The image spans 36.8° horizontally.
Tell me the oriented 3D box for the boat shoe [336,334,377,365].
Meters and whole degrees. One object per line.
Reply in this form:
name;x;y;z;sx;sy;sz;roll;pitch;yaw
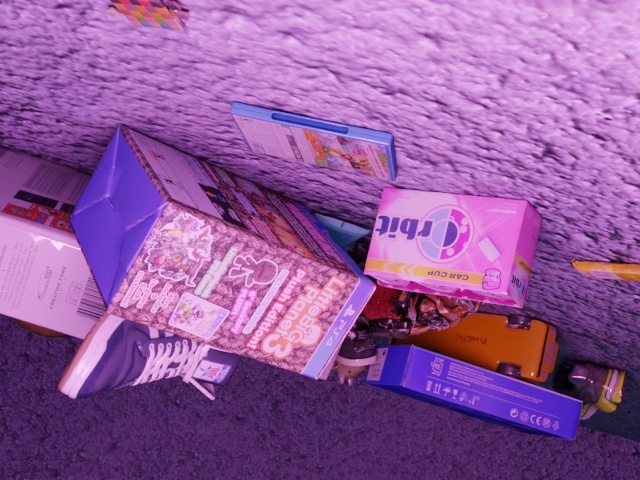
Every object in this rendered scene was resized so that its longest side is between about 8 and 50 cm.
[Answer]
boat shoe;0.020;0.164;1.751;0.084;0.079;0.233;-15;-164;-34

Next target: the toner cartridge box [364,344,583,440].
toner cartridge box;0.269;0.268;1.700;0.347;0.075;0.165;20;169;-18

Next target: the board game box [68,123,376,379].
board game box;-0.122;0.014;1.155;0.291;0.141;0.232;23;-165;-33

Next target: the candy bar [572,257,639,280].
candy bar;0.380;0.037;1.171;0.161;0.018;0.040;3;160;46

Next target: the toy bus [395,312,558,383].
toy bus;0.290;0.195;1.789;0.332;0.108;0.130;3;163;44

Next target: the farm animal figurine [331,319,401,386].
farm animal figurine;0.023;0.210;2.029;0.330;0.172;0.326;20;167;-25

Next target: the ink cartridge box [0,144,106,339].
ink cartridge box;-0.379;-0.006;1.335;0.271;0.130;0.309;19;-165;-10

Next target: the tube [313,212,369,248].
tube;0.000;0.000;1.407;0.080;0.052;0.207;13;164;-14

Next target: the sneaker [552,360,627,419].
sneaker;0.548;0.304;2.041;0.121;0.111;0.300;24;163;3

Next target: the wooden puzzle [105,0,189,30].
wooden puzzle;-0.143;-0.189;0.794;0.083;0.006;0.049;11;167;19

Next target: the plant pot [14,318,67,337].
plant pot;-0.435;0.046;1.789;0.254;0.237;0.237;-16;150;42

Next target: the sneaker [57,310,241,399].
sneaker;-0.180;0.135;1.118;0.153;0.099;0.282;37;-160;1

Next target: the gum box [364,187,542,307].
gum box;0.144;0.005;1.095;0.188;0.107;0.062;8;166;32

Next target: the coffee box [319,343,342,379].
coffee box;-0.122;0.122;1.628;0.297;0.119;0.168;23;180;-34

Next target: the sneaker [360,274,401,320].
sneaker;0.037;0.070;1.628;0.261;0.104;0.125;24;-173;-35

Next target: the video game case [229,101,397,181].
video game case;-0.003;-0.102;1.007;0.166;0.015;0.119;13;167;10

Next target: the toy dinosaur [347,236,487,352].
toy dinosaur;0.149;0.091;1.423;0.218;0.164;0.322;1;149;-11
